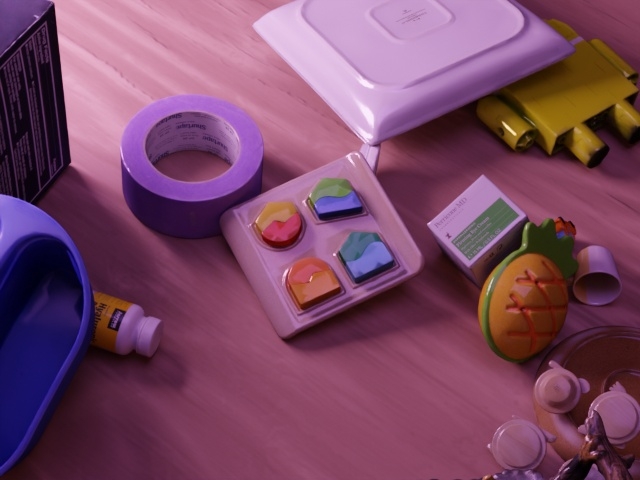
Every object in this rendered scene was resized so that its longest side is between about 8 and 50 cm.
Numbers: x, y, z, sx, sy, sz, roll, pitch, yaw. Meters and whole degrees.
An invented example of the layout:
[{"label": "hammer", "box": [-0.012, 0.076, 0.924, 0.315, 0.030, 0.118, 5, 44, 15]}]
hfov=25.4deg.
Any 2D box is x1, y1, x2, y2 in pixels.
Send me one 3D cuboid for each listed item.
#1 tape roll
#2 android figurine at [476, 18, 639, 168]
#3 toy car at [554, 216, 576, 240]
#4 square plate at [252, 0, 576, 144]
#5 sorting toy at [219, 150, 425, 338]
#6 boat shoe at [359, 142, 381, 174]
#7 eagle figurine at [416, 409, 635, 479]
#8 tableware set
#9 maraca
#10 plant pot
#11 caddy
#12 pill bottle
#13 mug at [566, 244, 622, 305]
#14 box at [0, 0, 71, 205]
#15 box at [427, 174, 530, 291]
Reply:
[{"label": "tape roll", "box": [-0.170, -0.099, 1.876, 0.189, 0.080, 0.189, 3, 51, -3]}, {"label": "android figurine", "box": [0.335, -0.220, 2.033, 0.248, 0.056, 0.273, -31, 61, -25]}, {"label": "toy car", "box": [0.282, 0.011, 1.868, 0.122, 0.060, 0.040, -25, 66, 8]}, {"label": "square plate", "box": [0.127, -0.304, 2.036, 0.347, 0.049, 0.344, -25, 48, -18]}, {"label": "sorting toy", "box": [0.000, 0.000, 1.794, 0.208, 0.038, 0.193, -27, 67, -7]}, {"label": "boat shoe", "box": [0.032, -0.066, 1.885, 0.063, 0.066, 0.184, 18, 62, 7]}, {"label": "eagle figurine", "box": [0.208, 0.316, 1.539, 0.225, 0.298, 0.226, 52, 16, -10]}, {"label": "tableware set", "box": [0.290, 0.227, 1.666, 0.141, 0.020, 0.169, 32, 81, 20]}, {"label": "maraca", "box": [0.260, 0.063, 1.759, 0.099, 0.127, 0.186, 8, 65, 52]}, {"label": "plant pot", "box": [0.378, 0.194, 1.726, 0.236, 0.032, 0.236, 2, 52, -3]}, {"label": "caddy", "box": [-0.391, 0.116, 1.546, 0.241, 0.179, 0.341, 26, 82, 2]}, {"label": "pill bottle", "box": [-0.253, 0.101, 1.720, 0.116, 0.065, 0.065, 17, 52, 8]}, {"label": "mug", "box": [0.348, 0.037, 1.829, 0.078, 0.062, 0.064, 20, 42, -13]}, {"label": "box", "box": [-0.465, -0.129, 1.737, 0.182, 0.296, 0.294, 24, 53, 14]}, {"label": "box", "box": [0.208, -0.008, 1.807, 0.101, 0.102, 0.087, -42, 62, -2]}]
